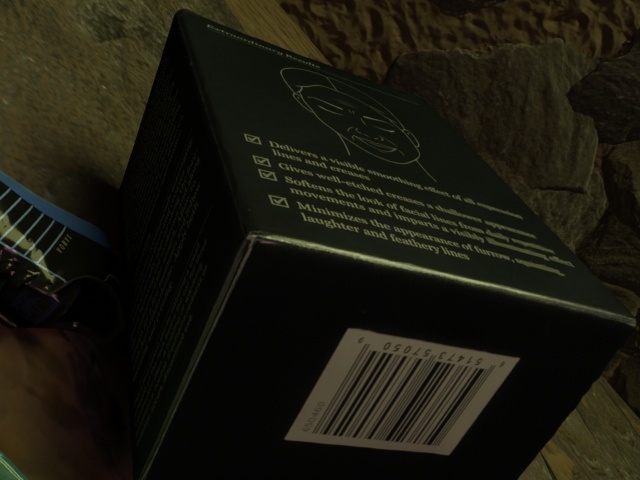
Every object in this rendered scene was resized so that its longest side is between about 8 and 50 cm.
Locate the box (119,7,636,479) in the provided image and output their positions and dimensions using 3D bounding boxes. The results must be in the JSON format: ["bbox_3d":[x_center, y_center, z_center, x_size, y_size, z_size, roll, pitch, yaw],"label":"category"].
[{"bbox_3d":[0.000,0.000,0.606,0.294,0.212,0.395,13,29,-25],"label":"box"}]

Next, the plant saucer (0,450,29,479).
[{"bbox_3d":[-0.213,0.099,0.394,0.018,0.067,0.192,-43,98,-26],"label":"plant saucer"}]

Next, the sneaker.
[{"bbox_3d":[-0.224,0.008,0.481,0.232,0.081,0.090,29,23,-51],"label":"sneaker"}]
